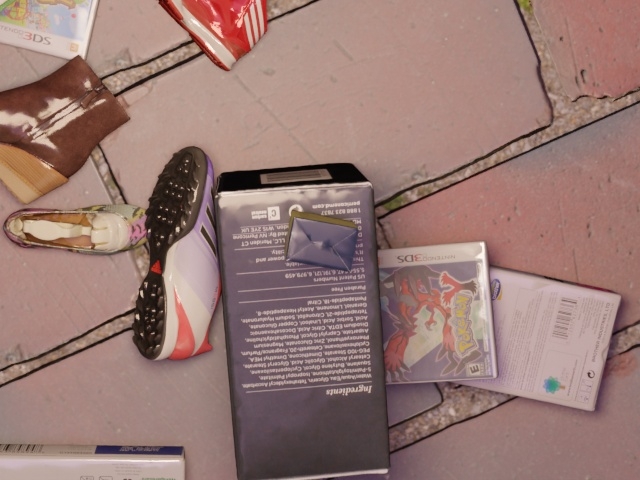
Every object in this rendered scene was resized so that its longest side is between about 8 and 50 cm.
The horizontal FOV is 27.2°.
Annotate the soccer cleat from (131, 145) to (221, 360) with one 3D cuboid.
[{"bbox_3d":[-0.191,0.020,1.940,0.116,0.109,0.318,4,100,-41],"label":"soccer cleat"}]

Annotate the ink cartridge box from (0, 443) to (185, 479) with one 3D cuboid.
[{"bbox_3d":[-0.369,0.472,2.004,0.324,0.071,0.330,2,101,-5],"label":"ink cartridge box"}]

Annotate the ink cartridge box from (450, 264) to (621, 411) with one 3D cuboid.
[{"bbox_3d":[0.281,0.136,2.004,0.311,0.065,0.185,11,98,-7],"label":"ink cartridge box"}]

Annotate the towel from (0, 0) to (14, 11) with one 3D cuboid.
[{"bbox_3d":[-0.479,-0.476,1.800,0.325,0.038,0.248,48,57,-2],"label":"towel"}]

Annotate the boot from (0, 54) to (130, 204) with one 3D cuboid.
[{"bbox_3d":[-0.424,-0.199,1.903,0.207,0.090,0.248,-43,103,-3],"label":"boot"}]

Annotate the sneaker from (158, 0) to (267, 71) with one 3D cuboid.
[{"bbox_3d":[-0.163,-0.364,1.902,0.128,0.087,0.221,-42,111,-6],"label":"sneaker"}]

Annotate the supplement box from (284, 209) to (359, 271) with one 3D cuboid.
[{"bbox_3d":[0.000,0.000,1.657,0.083,0.083,0.056,11,97,-5],"label":"supplement box"}]

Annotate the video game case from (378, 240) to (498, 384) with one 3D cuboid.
[{"bbox_3d":[0.162,0.107,1.943,0.183,0.023,0.201,-5,90,18],"label":"video game case"}]

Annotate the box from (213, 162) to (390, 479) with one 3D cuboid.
[{"bbox_3d":[-0.029,0.103,1.861,0.212,0.293,0.395,-5,98,-3],"label":"box"}]

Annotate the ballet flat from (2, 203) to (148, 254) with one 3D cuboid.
[{"bbox_3d":[-0.352,-0.014,1.929,0.222,0.079,0.076,1,97,-5],"label":"ballet flat"}]

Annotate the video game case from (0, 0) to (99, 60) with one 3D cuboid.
[{"bbox_3d":[-0.410,-0.380,1.901,0.193,0.023,0.212,13,97,-6],"label":"video game case"}]
